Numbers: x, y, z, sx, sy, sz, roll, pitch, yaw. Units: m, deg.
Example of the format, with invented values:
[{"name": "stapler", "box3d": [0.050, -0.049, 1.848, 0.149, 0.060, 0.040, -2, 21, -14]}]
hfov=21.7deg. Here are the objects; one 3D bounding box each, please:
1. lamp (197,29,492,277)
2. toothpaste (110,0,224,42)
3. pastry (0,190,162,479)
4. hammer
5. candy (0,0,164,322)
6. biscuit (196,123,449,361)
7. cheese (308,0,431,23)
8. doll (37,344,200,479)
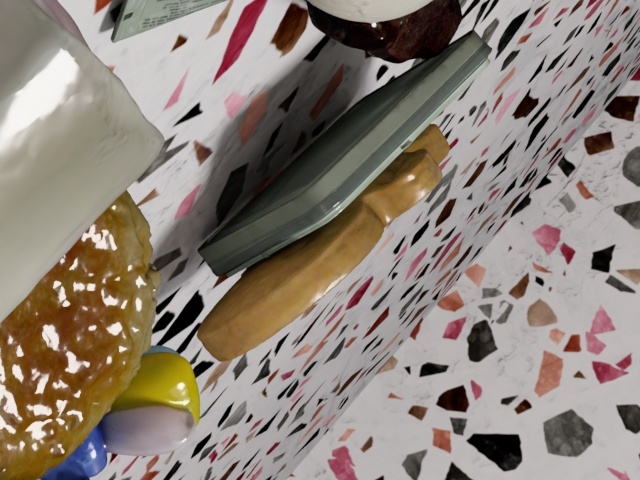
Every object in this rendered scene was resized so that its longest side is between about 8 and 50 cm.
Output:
[{"name": "lamp", "box3d": [0.021, -0.082, 1.611, 0.269, 0.047, 0.266, -45, -173, -28]}, {"name": "toothpaste", "box3d": [-0.083, -0.185, 1.209, 0.197, 0.029, 0.048, -31, 154, -50]}, {"name": "pastry", "box3d": [-0.216, 0.033, 1.026, 0.257, 0.120, 0.236, 26, 76, -48]}, {"name": "hammer", "box3d": [0.143, -0.333, 1.441, 0.409, 0.095, 0.242, -55, 167, 7]}, {"name": "candy", "box3d": [-0.258, -0.004, 0.724, 0.359, 0.208, 0.145, -48, 161, -7]}, {"name": "biscuit", "box3d": [-0.002, -0.002, 1.649, 0.275, 0.052, 0.355, -32, -171, 43]}, {"name": "cheese", "box3d": [0.029, -0.246, 1.115, 0.154, 0.189, 0.198, -12, 152, -15]}, {"name": "doll", "box3d": [-0.259, 0.198, 1.156, 0.366, 0.376, 0.187, -66, 176, -46]}]
